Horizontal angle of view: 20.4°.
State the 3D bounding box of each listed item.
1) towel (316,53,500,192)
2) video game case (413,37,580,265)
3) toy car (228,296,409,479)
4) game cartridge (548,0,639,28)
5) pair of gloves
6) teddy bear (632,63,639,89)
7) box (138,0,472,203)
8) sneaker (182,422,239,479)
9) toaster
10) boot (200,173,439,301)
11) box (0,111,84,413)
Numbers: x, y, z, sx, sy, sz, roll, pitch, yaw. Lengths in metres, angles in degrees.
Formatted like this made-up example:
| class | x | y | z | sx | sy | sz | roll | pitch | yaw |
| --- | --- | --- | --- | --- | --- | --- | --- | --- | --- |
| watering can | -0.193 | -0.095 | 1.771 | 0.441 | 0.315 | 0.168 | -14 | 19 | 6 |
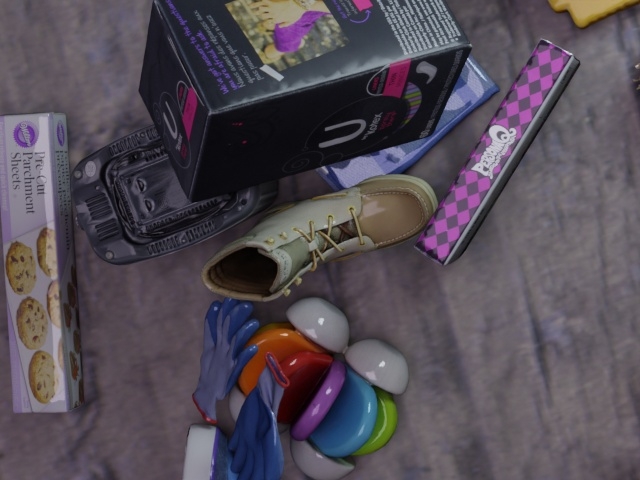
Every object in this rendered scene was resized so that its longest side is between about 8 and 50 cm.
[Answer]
| class | x | y | z | sx | sy | sz | roll | pitch | yaw |
| --- | --- | --- | --- | --- | --- | --- | --- | --- | --- |
| towel | 0.019 | -0.198 | 1.856 | 0.209 | 0.034 | 0.285 | -41 | 87 | 8 |
| video game case | 0.177 | -0.088 | 1.742 | 0.042 | 0.210 | 0.232 | 32 | 99 | 7 |
| toy car | -0.007 | 0.157 | 1.829 | 0.182 | 0.136 | 0.159 | 35 | 99 | 7 |
| game cartridge | 0.332 | -0.400 | 1.778 | 0.324 | 0.053 | 0.285 | -24 | 89 | 14 |
| pair of gloves | -0.077 | 0.154 | 1.784 | 0.198 | 0.023 | 0.159 | 55 | 138 | 42 |
| teddy bear | 0.456 | -0.119 | 1.725 | 0.338 | 0.113 | 0.245 | 34 | 104 | 25 |
| box | -0.019 | -0.163 | 1.696 | 0.270 | 0.165 | 0.143 | -17 | 65 | -19 |
| sneaker | -0.024 | 0.348 | 1.867 | 0.236 | 0.130 | 0.322 | -3 | 82 | -5 |
| toaster | -0.137 | -0.061 | 1.835 | 0.227 | 0.146 | 0.129 | -22 | 90 | 12 |
| boot | 0.000 | 0.000 | 1.780 | 0.213 | 0.165 | 0.077 | -11 | 103 | 29 |
| box | -0.302 | 0.025 | 1.915 | 0.067 | 0.063 | 0.324 | -2 | 93 | 10 |
